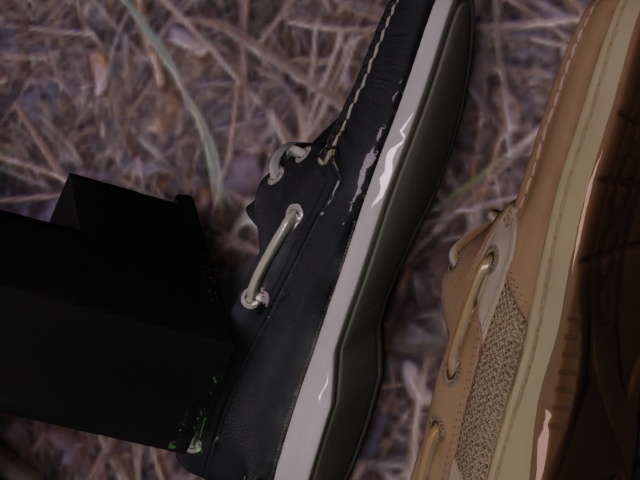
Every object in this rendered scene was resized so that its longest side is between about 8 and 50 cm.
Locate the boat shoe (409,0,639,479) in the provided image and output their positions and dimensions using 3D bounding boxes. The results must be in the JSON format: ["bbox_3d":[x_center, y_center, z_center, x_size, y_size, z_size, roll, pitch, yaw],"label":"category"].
[{"bbox_3d":[0.108,0.030,0.898,0.110,0.121,0.341,18,95,40],"label":"boat shoe"}]

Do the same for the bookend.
[{"bbox_3d":[-0.139,0.023,0.947,0.072,0.157,0.156,-64,24,24],"label":"bookend"}]

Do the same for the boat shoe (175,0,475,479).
[{"bbox_3d":[0.000,0.000,0.952,0.091,0.114,0.302,20,95,17],"label":"boat shoe"}]

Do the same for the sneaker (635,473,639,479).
[{"bbox_3d":[0.263,0.119,0.795,0.286,0.130,0.109,-17,78,21],"label":"sneaker"}]
